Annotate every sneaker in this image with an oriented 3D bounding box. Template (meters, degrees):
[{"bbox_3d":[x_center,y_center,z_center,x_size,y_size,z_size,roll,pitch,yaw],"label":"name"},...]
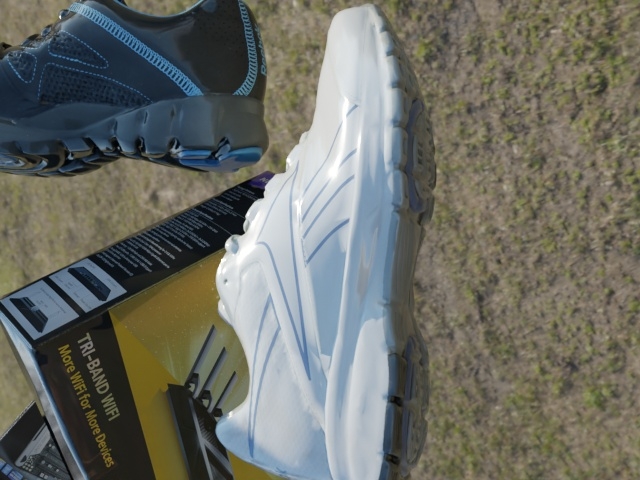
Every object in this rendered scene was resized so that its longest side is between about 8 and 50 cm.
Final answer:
[{"bbox_3d":[-0.207,-0.129,0.624,0.125,0.341,0.139,40,-129,-81],"label":"sneaker"},{"bbox_3d":[0.000,0.000,0.440,0.129,0.111,0.297,1,78,20],"label":"sneaker"}]

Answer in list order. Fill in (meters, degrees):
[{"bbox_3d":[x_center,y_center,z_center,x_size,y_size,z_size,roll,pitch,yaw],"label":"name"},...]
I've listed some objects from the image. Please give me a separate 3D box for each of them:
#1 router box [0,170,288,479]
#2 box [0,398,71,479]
[{"bbox_3d":[-0.093,0.130,0.623,0.081,0.243,0.308,28,138,43],"label":"router box"},{"bbox_3d":[-0.366,0.377,1.215,0.307,0.242,0.076,44,131,-9],"label":"box"}]
